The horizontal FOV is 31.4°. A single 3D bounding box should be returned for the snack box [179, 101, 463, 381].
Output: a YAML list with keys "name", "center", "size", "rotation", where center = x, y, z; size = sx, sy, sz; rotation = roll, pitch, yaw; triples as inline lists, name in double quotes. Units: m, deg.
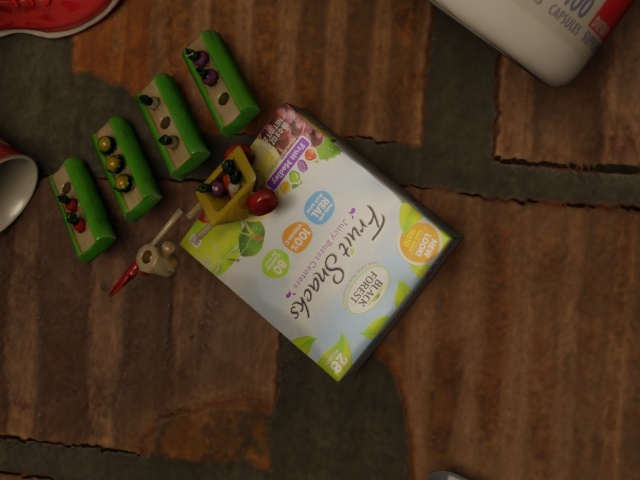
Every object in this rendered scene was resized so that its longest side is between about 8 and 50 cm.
- name: "snack box"
  center: [0.000, 0.000, 1.079]
  size: [0.207, 0.070, 0.174]
  rotation: [39, 102, 12]

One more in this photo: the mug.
- name: "mug"
  center: [-0.403, -0.075, 1.184]
  size: [0.169, 0.113, 0.150]
  rotation: [39, 100, 16]

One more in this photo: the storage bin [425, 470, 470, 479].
- name: "storage bin"
  center: [0.143, 0.284, 1.039]
  size: [0.135, 0.098, 0.091]
  rotation: [23, 126, 15]

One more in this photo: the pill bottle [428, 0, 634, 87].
- name: "pill bottle"
  center: [0.227, -0.348, 0.913]
  size: [0.229, 0.229, 0.407]
  rotation: [38, 102, 13]

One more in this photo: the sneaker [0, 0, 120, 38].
- name: "sneaker"
  center: [-0.315, -0.247, 1.139]
  size: [0.221, 0.128, 0.087]
  rotation: [-12, 88, 18]

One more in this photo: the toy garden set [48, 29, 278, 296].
- name: "toy garden set"
  center: [-0.160, -0.059, 1.089]
  size: [0.244, 0.049, 0.204]
  rotation: [-40, 58, 19]
